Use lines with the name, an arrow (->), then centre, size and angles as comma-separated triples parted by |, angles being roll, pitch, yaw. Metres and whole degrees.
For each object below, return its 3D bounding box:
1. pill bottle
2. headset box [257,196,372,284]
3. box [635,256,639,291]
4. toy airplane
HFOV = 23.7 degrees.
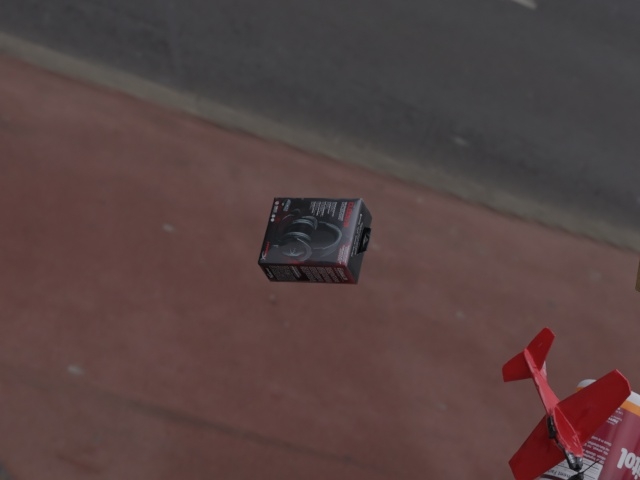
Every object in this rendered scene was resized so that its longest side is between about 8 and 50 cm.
pill bottle -> 0.251, 0.212, 1.406 | 0.086, 0.152, 0.086 | 23, -12, 5
headset box -> 0.000, 0.000, 1.188 | 0.083, 0.032, 0.062 | 1, 60, 23
box -> 0.246, -0.028, 0.813 | 0.021, 0.165, 0.201 | 1, 12, -26
toy airplane -> 0.197, 0.137, 1.289 | 0.028, 0.151, 0.151 | 15, 26, -33
